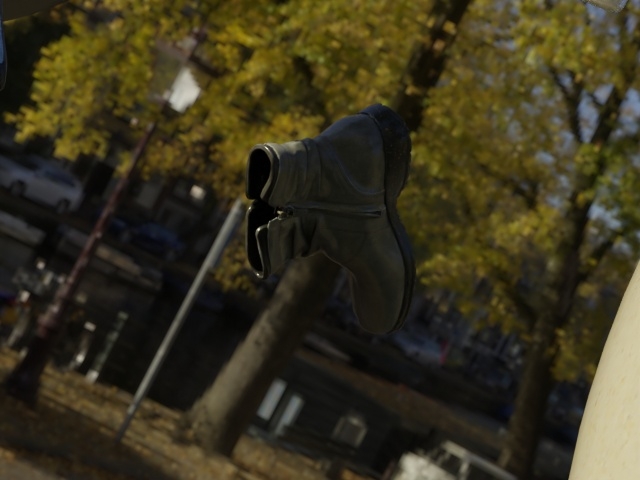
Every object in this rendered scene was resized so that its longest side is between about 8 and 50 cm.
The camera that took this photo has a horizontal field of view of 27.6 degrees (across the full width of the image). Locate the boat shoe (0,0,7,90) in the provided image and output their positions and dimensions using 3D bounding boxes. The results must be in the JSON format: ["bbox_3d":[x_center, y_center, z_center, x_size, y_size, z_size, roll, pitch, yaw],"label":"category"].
[{"bbox_3d":[-0.264,-0.207,0.965,0.089,0.258,0.109,12,-29,-25],"label":"boat shoe"}]

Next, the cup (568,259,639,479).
[{"bbox_3d":[0.217,0.099,0.437,0.331,0.237,0.331,36,-33,28],"label":"cup"}]

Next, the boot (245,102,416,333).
[{"bbox_3d":[0.000,0.000,1.187,0.161,0.246,0.083,-24,37,-28],"label":"boot"}]

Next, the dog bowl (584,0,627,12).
[{"bbox_3d":[0.043,-0.206,0.629,0.265,0.104,0.265,21,14,-5],"label":"dog bowl"}]

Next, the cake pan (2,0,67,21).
[{"bbox_3d":[-0.226,-0.285,1.211,0.054,0.293,0.293,62,-2,-2],"label":"cake pan"}]
